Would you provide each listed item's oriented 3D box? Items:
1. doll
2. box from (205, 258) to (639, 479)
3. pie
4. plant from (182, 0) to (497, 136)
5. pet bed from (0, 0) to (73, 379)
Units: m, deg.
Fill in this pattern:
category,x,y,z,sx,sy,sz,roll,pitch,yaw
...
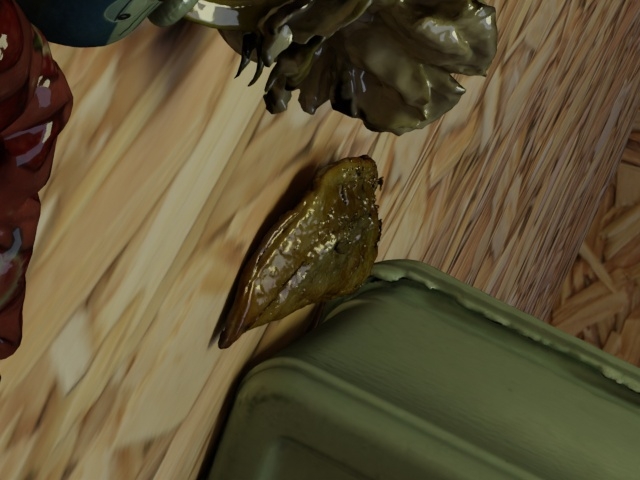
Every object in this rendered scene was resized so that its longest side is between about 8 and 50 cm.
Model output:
category,x,y,z,sx,sy,sz,roll,pitch,yaw
doll,-0.048,-0.079,0.484,0.076,0.050,0.083,-52,180,32
box,0.090,0.149,1.000,0.182,0.311,0.175,-17,130,-65
pie,0.000,0.000,0.939,0.092,0.034,0.170,-68,164,13
plant,-0.006,-0.076,0.602,0.122,0.104,0.117,-29,124,-34
pet bed,-0.111,0.027,0.385,0.201,0.053,0.201,-64,174,-11
